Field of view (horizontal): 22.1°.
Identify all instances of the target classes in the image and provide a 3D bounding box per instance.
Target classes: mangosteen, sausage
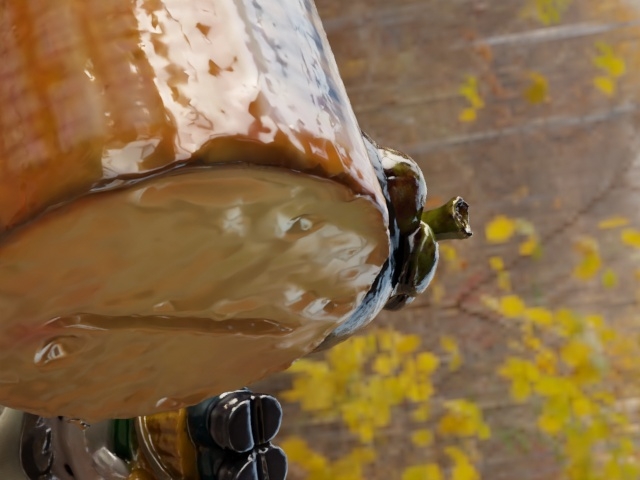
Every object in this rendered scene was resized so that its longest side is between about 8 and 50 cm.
[{"bbox_3d":[-0.013,-0.003,1.949,0.313,0.297,0.296,26,51,-43],"label":"mangosteen"},{"bbox_3d":[-0.108,-0.086,0.847,0.233,0.233,0.287,63,6,-61],"label":"sausage"}]

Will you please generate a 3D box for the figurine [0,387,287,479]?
[{"bbox_3d":[-0.183,0.194,1.693,0.204,0.332,0.185,-35,122,-65],"label":"figurine"}]
